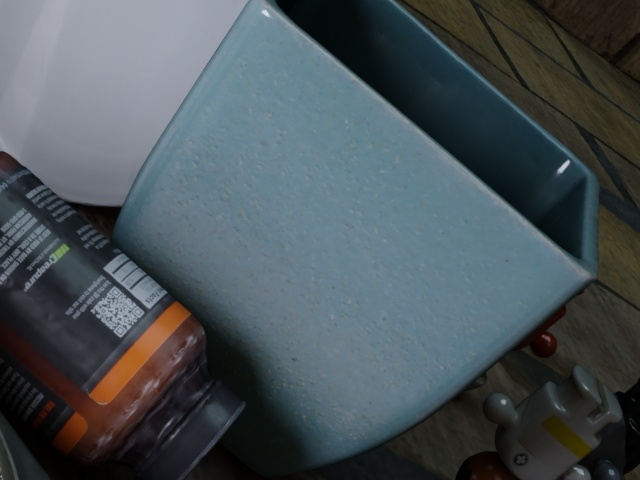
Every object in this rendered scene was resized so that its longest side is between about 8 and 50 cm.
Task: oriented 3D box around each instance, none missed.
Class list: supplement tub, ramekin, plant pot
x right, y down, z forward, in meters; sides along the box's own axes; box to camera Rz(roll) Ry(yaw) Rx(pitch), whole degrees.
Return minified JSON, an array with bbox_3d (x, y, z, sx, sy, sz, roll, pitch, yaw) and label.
[{"bbox_3d":[-0.136,0.051,0.944,0.198,0.106,0.106,42,18,0],"label":"supplement tub"},{"bbox_3d":[-0.145,-0.169,1.195,0.273,0.273,0.127,28,11,-34],"label":"ramekin"},{"bbox_3d":[0.000,0.000,1.092,0.248,0.252,0.247,40,18,-4],"label":"plant pot"}]

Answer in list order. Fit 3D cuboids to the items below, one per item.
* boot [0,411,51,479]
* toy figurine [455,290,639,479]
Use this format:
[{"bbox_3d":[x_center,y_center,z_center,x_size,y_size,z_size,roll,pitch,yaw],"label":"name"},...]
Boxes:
[{"bbox_3d":[-0.093,0.149,0.853,0.208,0.076,0.190,1,58,-53],"label":"boot"},{"bbox_3d":[0.144,0.110,1.320,0.209,0.148,0.213,55,20,21],"label":"toy figurine"}]
